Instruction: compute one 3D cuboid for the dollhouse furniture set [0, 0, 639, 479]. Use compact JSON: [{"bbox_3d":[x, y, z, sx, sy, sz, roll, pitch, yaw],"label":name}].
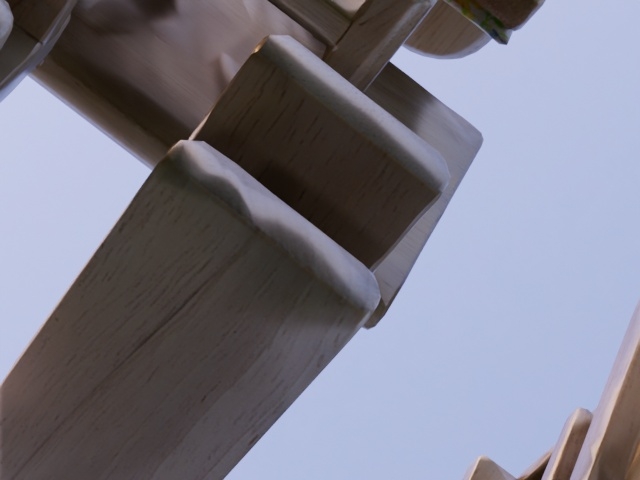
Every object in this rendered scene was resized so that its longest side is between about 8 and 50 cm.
[{"bbox_3d":[0.000,0.000,0.430,0.242,0.212,0.161,37,-50,-4],"label":"dollhouse furniture set"}]
